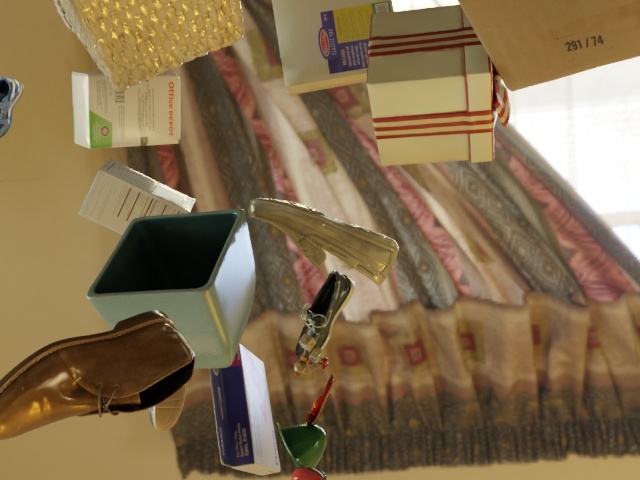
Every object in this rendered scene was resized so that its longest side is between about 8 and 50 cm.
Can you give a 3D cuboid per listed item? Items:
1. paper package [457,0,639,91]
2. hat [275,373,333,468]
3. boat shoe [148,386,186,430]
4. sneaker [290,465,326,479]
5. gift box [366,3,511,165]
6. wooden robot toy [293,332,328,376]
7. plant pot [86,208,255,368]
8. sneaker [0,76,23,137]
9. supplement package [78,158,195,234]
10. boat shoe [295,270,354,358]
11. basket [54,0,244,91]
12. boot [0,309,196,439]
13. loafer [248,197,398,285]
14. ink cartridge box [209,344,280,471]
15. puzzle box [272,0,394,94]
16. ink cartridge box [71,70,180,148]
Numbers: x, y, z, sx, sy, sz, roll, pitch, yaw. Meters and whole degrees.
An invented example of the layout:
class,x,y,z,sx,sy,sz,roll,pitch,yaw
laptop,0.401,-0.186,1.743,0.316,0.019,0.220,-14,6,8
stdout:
class,x,y,z,sx,sy,sz,roll,pitch,yaw
paper package,0.402,-0.432,1.232,0.325,0.309,0.168,-11,-142,41
hat,0.005,0.482,1.897,0.183,0.208,0.173,-30,-119,-7
boat shoe,-0.430,0.367,2.061,0.092,0.285,0.103,4,-176,39
sneaker,-0.009,0.606,1.552,0.097,0.276,0.135,-12,-162,37
gift box,0.239,-0.299,1.501,0.258,0.276,0.255,-3,-124,13
wooden robot toy,-0.031,0.306,1.891,0.076,0.173,0.079,30,-117,19
plant pot,-0.257,0.117,1.490,0.248,0.252,0.247,-4,-144,16
sneaker,-0.703,-0.294,1.665,0.053,0.144,0.059,15,175,5
supplement package,-0.462,-0.085,1.939,0.244,0.134,0.139,26,-166,-9
boat shoe,-0.001,0.198,1.996,0.079,0.254,0.095,34,179,-41
basket,-0.354,-0.519,1.485,0.328,0.331,0.266,-28,-114,-13
boot,-0.311,0.199,1.046,0.305,0.112,0.115,-24,-131,-35
loafer,0.000,0.000,1.541,0.319,0.111,0.112,20,-178,-4
ink cartridge box,-0.201,0.450,2.043,0.071,0.324,0.330,-14,157,7
puzzle box,0.024,-0.548,1.739,0.272,0.409,0.052,-9,168,2
ink cartridge box,-0.537,-0.366,2.115,0.273,0.198,0.115,-10,-161,-39
